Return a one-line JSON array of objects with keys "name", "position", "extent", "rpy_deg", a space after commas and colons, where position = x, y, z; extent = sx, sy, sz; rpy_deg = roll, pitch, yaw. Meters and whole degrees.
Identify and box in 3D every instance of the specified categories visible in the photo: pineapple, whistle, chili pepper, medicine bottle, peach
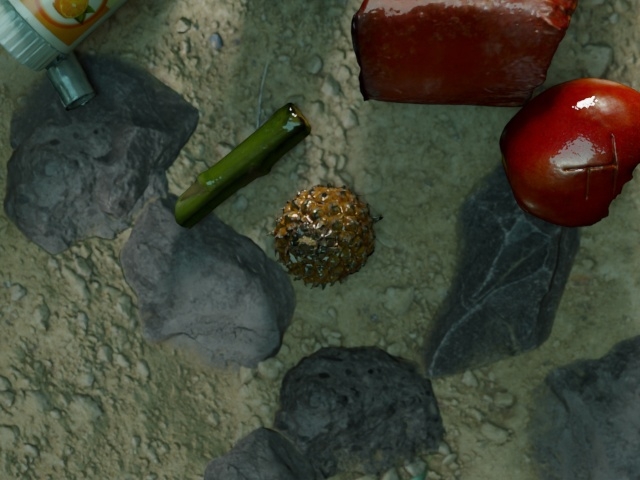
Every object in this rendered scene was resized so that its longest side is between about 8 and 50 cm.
[{"name": "pineapple", "position": [-0.003, -0.002, 1.545], "extent": [0.176, 0.137, 0.161], "rpy_deg": [-40, 89, 19]}, {"name": "whistle", "position": [-0.468, -0.362, 1.636], "extent": [0.062, 0.062, 0.312], "rpy_deg": [-28, 92, 18]}, {"name": "chili pepper", "position": [0.203, -0.284, 1.388], "extent": [0.305, 0.229, 0.251], "rpy_deg": [11, 135, 8]}, {"name": "medicine bottle", "position": [-0.366, -0.410, 1.519], "extent": [0.318, 0.158, 0.158], "rpy_deg": [-41, 89, 6]}, {"name": "peach", "position": [0.372, -0.123, 1.401], "extent": [0.226, 0.190, 0.196], "rpy_deg": [-17, 69, 10]}]

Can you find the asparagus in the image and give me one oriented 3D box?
[{"name": "asparagus", "position": [-0.131, -0.118, 1.599], "extent": [0.278, 0.060, 0.067], "rpy_deg": [-35, 110, 18]}]
